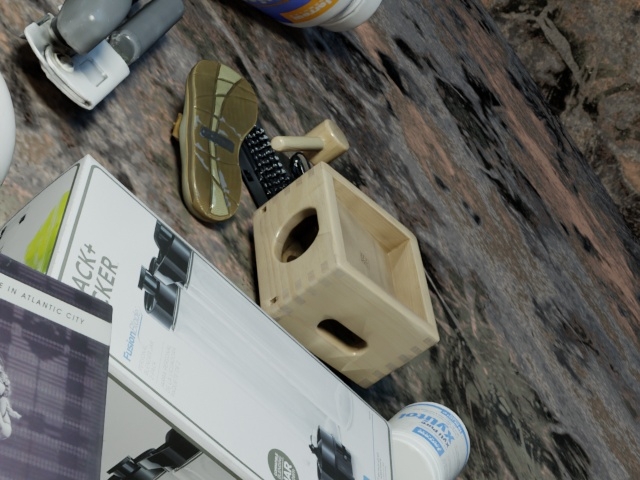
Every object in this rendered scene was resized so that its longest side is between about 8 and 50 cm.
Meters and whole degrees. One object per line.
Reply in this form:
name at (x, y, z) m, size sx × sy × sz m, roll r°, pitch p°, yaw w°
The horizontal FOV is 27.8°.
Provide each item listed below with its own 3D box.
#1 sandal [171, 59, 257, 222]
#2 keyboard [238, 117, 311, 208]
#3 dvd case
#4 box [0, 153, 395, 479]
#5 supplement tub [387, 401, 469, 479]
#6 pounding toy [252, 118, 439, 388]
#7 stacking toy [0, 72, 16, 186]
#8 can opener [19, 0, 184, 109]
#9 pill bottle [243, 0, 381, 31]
sandal at (-0.097, -0.084, 1.095) m, size 0.072 × 0.049 × 0.180 m, roll 32°, pitch 44°, yaw -32°
keyboard at (-0.033, -0.058, 1.191) m, size 0.100 × 0.038 × 0.192 m, roll 13°, pitch 45°, yaw -59°
dvd case at (-0.156, 0.098, 0.522) m, size 0.164 × 0.018 × 0.221 m, roll 31°, pitch 48°, yaw -42°
box at (-0.077, 0.103, 0.781) m, size 0.290 × 0.087 × 0.169 m, roll 44°, pitch 23°, yaw -23°
supplement tub at (0.071, 0.171, 1.005) m, size 0.071 × 0.071 × 0.107 m, roll 55°, pitch 20°, yaw 5°
pounding toy at (-0.007, -0.009, 1.083) m, size 0.181 × 0.094 × 0.206 m, roll 37°, pitch 28°, yaw -34°
stacking toy at (-0.290, -0.138, 0.547) m, size 0.480 × 0.351 × 0.350 m, roll 57°, pitch 11°, yaw -53°
can opener at (-0.157, -0.183, 1.046) m, size 0.076 × 0.095 × 0.283 m, roll 49°, pitch 22°, yaw -12°
pill bottle at (-0.040, -0.325, 1.429) m, size 0.272 × 0.152 × 0.152 m, roll 20°, pitch 39°, yaw -54°
